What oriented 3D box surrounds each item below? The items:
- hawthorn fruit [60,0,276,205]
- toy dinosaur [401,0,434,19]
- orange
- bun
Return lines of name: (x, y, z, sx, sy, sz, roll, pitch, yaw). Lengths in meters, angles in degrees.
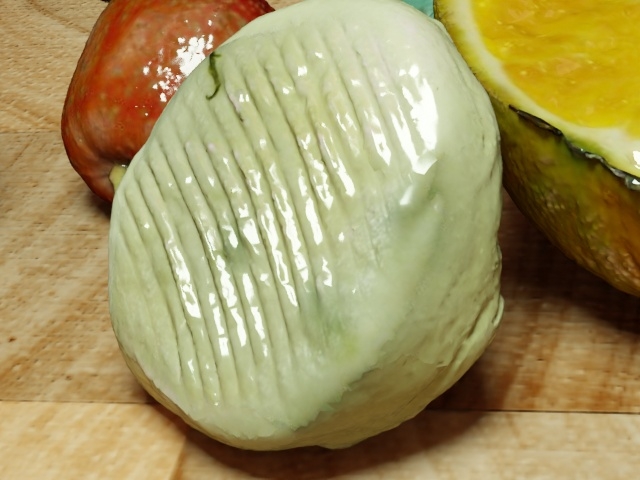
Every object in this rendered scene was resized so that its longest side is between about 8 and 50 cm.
hawthorn fruit: (-0.104, -0.076, 0.855, 0.163, 0.162, 0.203, 17, 56, 36)
toy dinosaur: (0.122, -0.131, 0.923, 0.129, 0.383, 0.331, -17, -18, 35)
orange: (0.207, -0.085, 0.673, 0.310, 0.274, 0.274, 48, 48, 2)
bun: (0.000, 0.000, 0.652, 0.116, 0.237, 0.210, 13, 37, -50)
